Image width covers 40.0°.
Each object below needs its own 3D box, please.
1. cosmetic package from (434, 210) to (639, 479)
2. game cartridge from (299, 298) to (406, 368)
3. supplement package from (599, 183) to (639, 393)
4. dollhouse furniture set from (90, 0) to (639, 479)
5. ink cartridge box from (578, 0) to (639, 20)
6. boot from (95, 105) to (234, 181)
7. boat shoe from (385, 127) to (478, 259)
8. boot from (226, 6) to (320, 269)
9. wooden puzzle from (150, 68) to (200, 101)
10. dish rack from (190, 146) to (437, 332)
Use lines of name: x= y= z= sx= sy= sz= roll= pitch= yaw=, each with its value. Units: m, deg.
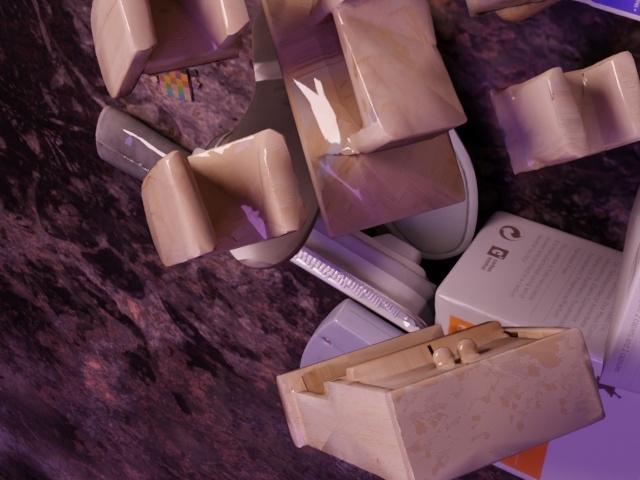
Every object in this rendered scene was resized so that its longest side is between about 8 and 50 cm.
cosmetic package: x=0.342 y=0.166 z=0.884 sx=0.453 sy=0.161 sz=0.230 roll=21 pitch=135 yaw=24
game cartridge: x=0.065 y=0.198 z=1.200 sx=0.196 sy=0.060 sz=0.294 roll=29 pitch=146 yaw=10
supplement package: x=0.319 y=-0.021 z=0.659 sx=0.145 sy=0.204 sz=0.262 roll=13 pitch=142 yaw=15
dollhouse furniture set: x=0.042 y=-0.034 z=0.712 sx=0.256 sy=0.362 sz=0.394 roll=163 pitch=91 yaw=-71
ink cartridge box: x=0.283 y=-0.257 z=0.651 sx=0.208 sy=0.045 sz=0.206 roll=23 pitch=137 yaw=20
boot: x=-0.203 y=-0.121 z=1.169 sx=0.208 sy=0.076 sz=0.190 roll=40 pitch=139 yaw=15
boat shoe: x=0.093 y=-0.118 z=0.902 sx=0.114 sy=0.091 sz=0.302 roll=-9 pitch=124 yaw=15
boot: x=-0.028 y=-0.094 z=0.880 sx=0.112 sy=0.305 sz=0.115 roll=2 pitch=150 yaw=9
wooden puzzle: x=-0.185 y=-0.204 z=1.119 sx=0.083 sy=0.006 sz=0.049 roll=20 pitch=135 yaw=26
dish rack: x=0.000 y=0.000 z=1.016 sx=0.333 sy=0.072 sz=0.285 roll=31 pitch=174 yaw=15
